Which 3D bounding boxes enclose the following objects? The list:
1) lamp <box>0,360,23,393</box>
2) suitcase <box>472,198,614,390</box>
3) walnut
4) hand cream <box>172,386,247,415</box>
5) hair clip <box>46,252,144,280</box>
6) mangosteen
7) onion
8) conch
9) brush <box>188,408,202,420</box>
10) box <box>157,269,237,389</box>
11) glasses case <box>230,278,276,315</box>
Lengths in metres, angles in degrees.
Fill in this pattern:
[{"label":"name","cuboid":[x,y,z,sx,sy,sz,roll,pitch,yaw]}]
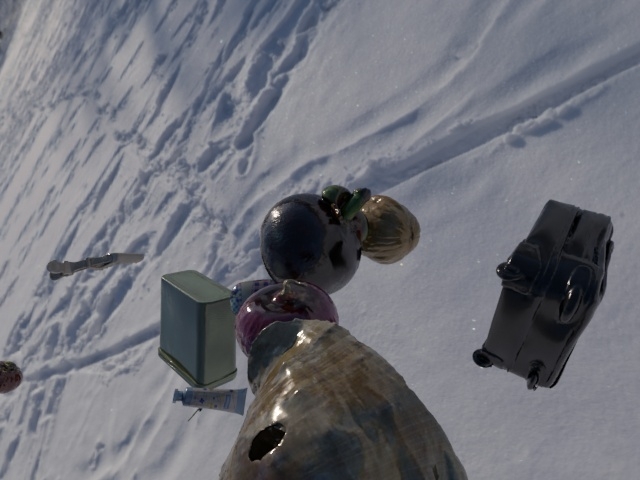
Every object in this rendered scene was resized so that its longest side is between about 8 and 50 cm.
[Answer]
[{"label":"lamp","cuboid":[-0.872,0.374,1.134,0.090,0.101,0.101,-55,43,1]},{"label":"suitcase","cuboid":[0.501,0.114,0.928,0.188,0.345,0.339,21,46,30]},{"label":"walnut","cuboid":[0.192,-0.037,1.349,0.261,0.225,0.225,20,89,42]},{"label":"hand cream","cuboid":[-0.262,0.377,0.988,0.043,0.170,0.065,148,132,-63]},{"label":"hair clip","cuboid":[-0.574,0.056,1.063,0.072,0.226,0.034,123,132,-62]},{"label":"mangosteen","cuboid":[0.000,0.000,1.162,0.359,0.306,0.306,-24,58,25]},{"label":"onion","cuboid":[-0.057,0.141,0.710,0.177,0.153,0.177,-27,14,7]},{"label":"conch","cuboid":[0.000,0.234,0.420,0.263,0.186,0.324,-28,76,12]},{"label":"brush","cuboid":[-0.353,0.490,1.191,0.083,0.013,0.016,-49,6,12]},{"label":"box","cuboid":[-0.469,0.326,1.579,0.352,0.177,0.344,19,109,42]},{"label":"glasses case","cuboid":[-0.136,0.191,1.394,0.076,0.327,0.125,103,162,-59]}]
